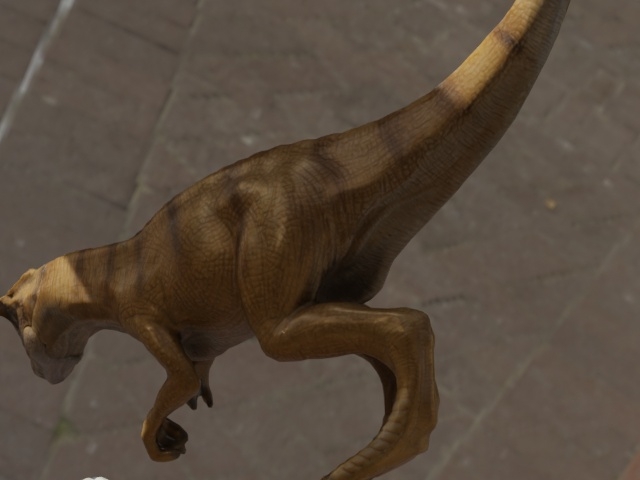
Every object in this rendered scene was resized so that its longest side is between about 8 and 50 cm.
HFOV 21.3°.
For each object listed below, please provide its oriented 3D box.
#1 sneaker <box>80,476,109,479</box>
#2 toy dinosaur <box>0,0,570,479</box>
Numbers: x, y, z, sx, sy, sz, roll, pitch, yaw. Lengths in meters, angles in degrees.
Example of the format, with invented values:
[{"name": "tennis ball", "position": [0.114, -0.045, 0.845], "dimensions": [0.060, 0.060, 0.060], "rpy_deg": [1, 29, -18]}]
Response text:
[{"name": "sneaker", "position": [-0.086, 0.243, 0.929], "dimensions": [0.110, 0.275, 0.107], "rpy_deg": [22, 57, 26]}, {"name": "toy dinosaur", "position": [0.000, 0.000, 0.403], "dimensions": [0.064, 0.211, 0.112], "rpy_deg": [-6, 69, -64]}]
